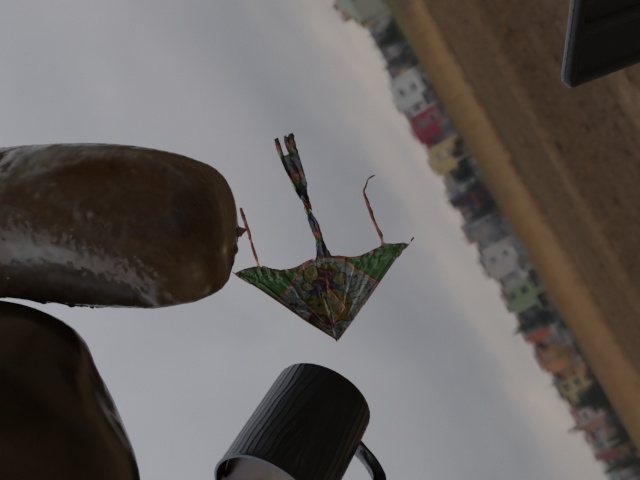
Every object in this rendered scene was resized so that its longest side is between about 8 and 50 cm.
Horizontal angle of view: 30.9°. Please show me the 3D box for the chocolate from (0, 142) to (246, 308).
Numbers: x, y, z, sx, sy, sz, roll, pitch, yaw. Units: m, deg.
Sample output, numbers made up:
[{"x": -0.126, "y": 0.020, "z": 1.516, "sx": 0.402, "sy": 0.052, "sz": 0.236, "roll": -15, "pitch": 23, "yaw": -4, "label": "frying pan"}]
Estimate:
[{"x": -0.186, "y": -0.025, "z": 0.840, "sx": 0.161, "sy": 0.261, "sz": 0.083, "roll": -92, "pitch": 4, "yaw": -59, "label": "chocolate"}]

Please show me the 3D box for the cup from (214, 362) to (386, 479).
[{"x": -0.016, "y": 0.219, "z": 1.165, "sx": 0.150, "sy": 0.113, "sz": 0.138, "roll": 60, "pitch": -138, "yaw": -25, "label": "cup"}]

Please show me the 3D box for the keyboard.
[{"x": 0.327, "y": -0.198, "z": 0.797, "sx": 0.041, "sy": 0.381, "sz": 0.103, "roll": -122, "pitch": 22, "yaw": -43, "label": "keyboard"}]

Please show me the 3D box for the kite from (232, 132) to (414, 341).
[{"x": 0.000, "y": 0.000, "z": 1.224, "sx": 0.006, "sy": 0.198, "sz": 0.244, "roll": -108, "pitch": 5, "yaw": -67, "label": "kite"}]

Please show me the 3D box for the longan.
[{"x": -0.229, "y": 0.163, "z": 0.732, "sx": 0.258, "sy": 0.258, "sz": 0.258, "roll": 58, "pitch": -172, "yaw": -13, "label": "longan"}]
